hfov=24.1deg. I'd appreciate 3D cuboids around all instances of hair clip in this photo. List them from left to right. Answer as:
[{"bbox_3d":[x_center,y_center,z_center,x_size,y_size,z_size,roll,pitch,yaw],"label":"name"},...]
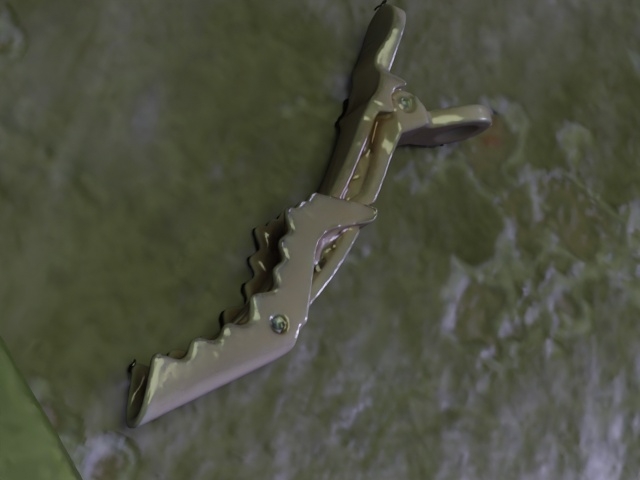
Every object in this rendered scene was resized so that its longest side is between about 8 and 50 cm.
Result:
[{"bbox_3d":[0.000,0.000,0.615,0.072,0.034,0.226,39,60,-11],"label":"hair clip"}]

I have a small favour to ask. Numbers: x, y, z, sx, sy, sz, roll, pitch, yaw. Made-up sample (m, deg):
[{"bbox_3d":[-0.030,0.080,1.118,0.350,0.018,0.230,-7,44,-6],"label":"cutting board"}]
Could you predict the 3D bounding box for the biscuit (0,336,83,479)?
[{"bbox_3d":[-0.157,0.047,0.512,0.099,0.038,0.322,-30,88,-36],"label":"biscuit"}]
